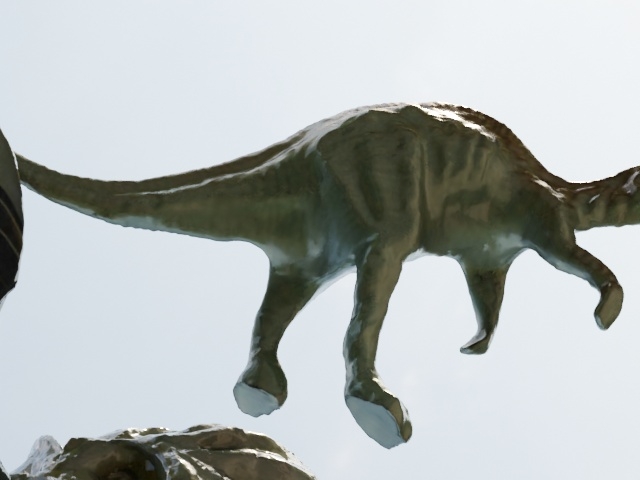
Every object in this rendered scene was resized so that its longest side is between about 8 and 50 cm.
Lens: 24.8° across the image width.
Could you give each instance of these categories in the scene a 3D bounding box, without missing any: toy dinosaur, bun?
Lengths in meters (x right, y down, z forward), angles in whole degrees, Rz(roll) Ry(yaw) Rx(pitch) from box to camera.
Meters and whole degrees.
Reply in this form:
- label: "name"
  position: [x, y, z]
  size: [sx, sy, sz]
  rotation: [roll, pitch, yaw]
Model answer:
- label: "toy dinosaur"
  position: [0.000, 0.000, 0.718]
  size: [0.092, 0.393, 0.205]
  rotation: [93, -166, -60]
- label: "bun"
  position: [-0.157, 0.257, 1.125]
  size: [0.354, 0.355, 0.194]
  rotation: [-47, -46, -48]

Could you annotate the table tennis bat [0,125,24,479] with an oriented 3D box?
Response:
- label: "table tennis bat"
  position: [-0.186, 0.050, 0.658]
  size: [0.173, 0.022, 0.301]
  rotation: [-54, -23, -32]
